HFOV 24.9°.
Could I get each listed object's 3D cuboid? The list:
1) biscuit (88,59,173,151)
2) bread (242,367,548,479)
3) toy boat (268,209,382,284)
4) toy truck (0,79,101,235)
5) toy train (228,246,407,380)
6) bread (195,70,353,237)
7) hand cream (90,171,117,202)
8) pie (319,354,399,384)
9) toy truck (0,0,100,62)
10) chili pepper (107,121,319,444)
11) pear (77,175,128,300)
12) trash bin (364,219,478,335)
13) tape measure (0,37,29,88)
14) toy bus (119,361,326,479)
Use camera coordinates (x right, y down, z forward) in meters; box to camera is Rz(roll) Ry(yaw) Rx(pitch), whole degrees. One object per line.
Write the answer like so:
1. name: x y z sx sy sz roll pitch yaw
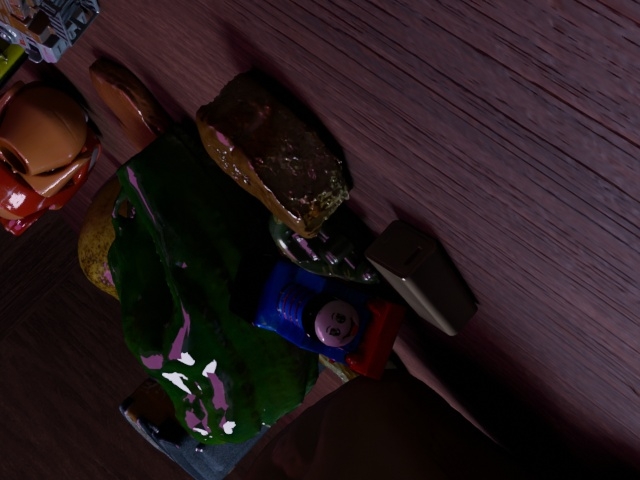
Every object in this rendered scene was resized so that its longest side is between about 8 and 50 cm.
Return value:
1. biscuit: -0.219 -0.143 1.736 0.186 0.036 0.192 34 164 52
2. bread: 0.094 0.327 1.484 0.376 0.253 0.348 38 -148 -15
3. toy boat: 0.000 0.000 1.388 0.104 0.052 0.210 45 169 -12
4. toy truck: -0.412 -0.151 2.137 0.189 0.239 0.265 47 -150 -7
5. toy train: -0.003 0.074 1.516 0.131 0.082 0.204 21 -179 -25
6. bread: -0.036 -0.069 1.217 0.128 0.069 0.140 40 170 18
7. hand cream: -0.234 0.017 2.338 0.312 0.070 0.111 43 168 -13
8. pie: 0.018 0.122 1.792 0.240 0.054 0.240 42 169 10
9. toy truck: -0.286 -0.244 1.495 0.115 0.080 0.177 34 166 9
10. chili pepper: -0.143 0.062 1.650 0.385 0.213 0.167 65 -155 -16
11. pear: -0.221 0.004 1.900 0.197 0.197 0.197 43 170 10
12. trash bin: 0.087 0.034 1.212 0.061 0.043 0.092 32 165 50
13. tape measure: -0.407 -0.228 1.717 0.112 0.186 0.199 39 172 -12
14. toy bus: -0.131 0.199 2.052 0.167 0.275 0.138 33 164 43
